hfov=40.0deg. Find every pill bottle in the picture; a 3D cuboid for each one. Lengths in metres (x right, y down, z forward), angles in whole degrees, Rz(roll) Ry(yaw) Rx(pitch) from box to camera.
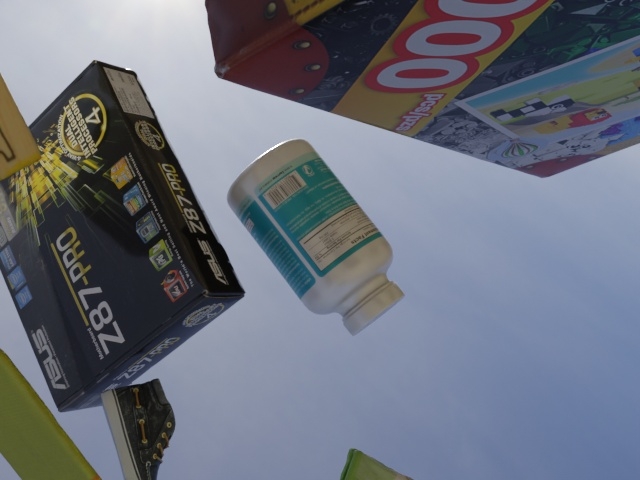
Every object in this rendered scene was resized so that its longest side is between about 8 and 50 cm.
[{"bbox_3d":[0.000,0.000,1.212,0.264,0.146,0.146,53,-148,8],"label":"pill bottle"}]

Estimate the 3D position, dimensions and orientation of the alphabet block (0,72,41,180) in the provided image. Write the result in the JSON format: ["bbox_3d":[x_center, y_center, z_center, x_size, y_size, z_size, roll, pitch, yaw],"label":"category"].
[{"bbox_3d":[-0.493,-0.136,1.050,0.193,0.193,0.197,-44,-63,-50],"label":"alphabet block"}]

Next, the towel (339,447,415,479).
[{"bbox_3d":[0.067,0.209,0.546,0.152,0.023,0.113,34,-132,-19],"label":"towel"}]

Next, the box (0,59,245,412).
[{"bbox_3d":[-0.317,-0.005,1.255,0.097,0.318,0.394,4,-126,-58],"label":"box"}]

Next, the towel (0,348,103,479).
[{"bbox_3d":[-0.253,0.196,0.814,0.237,0.102,0.021,60,-143,-19],"label":"towel"}]

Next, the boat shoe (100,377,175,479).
[{"bbox_3d":[-0.218,0.266,1.127,0.083,0.065,0.183,-15,-112,-18],"label":"boat shoe"}]

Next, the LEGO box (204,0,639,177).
[{"bbox_3d":[0.233,-0.221,0.438,0.373,0.500,0.193,7,-112,-50],"label":"LEGO box"}]
